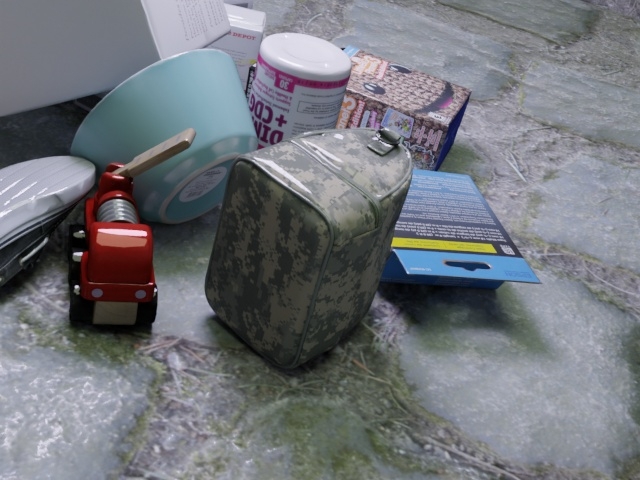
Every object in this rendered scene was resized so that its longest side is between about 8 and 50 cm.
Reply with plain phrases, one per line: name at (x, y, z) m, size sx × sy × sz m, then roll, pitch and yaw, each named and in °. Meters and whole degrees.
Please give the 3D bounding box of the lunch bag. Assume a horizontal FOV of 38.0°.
lunch bag at (0.000, 0.000, 1.327) m, size 0.212 × 0.305 × 0.256 m, roll 38°, pitch 42°, yaw 28°

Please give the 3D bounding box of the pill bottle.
pill bottle at (-0.054, -0.202, 1.623) m, size 0.160 × 0.283 × 0.160 m, roll 11°, pitch 32°, yaw -7°

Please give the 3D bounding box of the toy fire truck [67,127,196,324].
toy fire truck at (-0.264, -0.031, 1.303) m, size 0.158 × 0.246 × 0.217 m, roll 3°, pitch 34°, yaw -18°

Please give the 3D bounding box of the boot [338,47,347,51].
boot at (0.023, -0.416, 2.154) m, size 0.219 × 0.106 × 0.082 m, roll 33°, pitch 36°, yaw 25°

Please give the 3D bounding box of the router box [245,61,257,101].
router box at (-0.106, -0.289, 1.889) m, size 0.092 × 0.122 × 0.038 m, roll 24°, pitch 37°, yaw 15°

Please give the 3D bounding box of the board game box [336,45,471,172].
board game box at (0.138, -0.266, 1.940) m, size 0.291 × 0.141 × 0.232 m, roll 22°, pitch 32°, yaw 9°

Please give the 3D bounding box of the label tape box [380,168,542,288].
label tape box at (0.191, 0.004, 1.577) m, size 0.240 × 0.106 × 0.334 m, roll 4°, pitch 34°, yaw -18°

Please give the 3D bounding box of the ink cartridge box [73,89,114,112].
ink cartridge box at (-0.301, -0.262, 1.824) m, size 0.275 × 0.060 × 0.239 m, roll 28°, pitch 28°, yaw 20°

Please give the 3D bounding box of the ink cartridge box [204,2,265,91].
ink cartridge box at (-0.194, -0.397, 1.965) m, size 0.128 × 0.176 × 0.127 m, roll 11°, pitch 32°, yaw -7°

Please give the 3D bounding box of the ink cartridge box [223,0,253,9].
ink cartridge box at (-0.408, -0.649, 2.347) m, size 0.385 × 0.091 × 0.308 m, roll 37°, pitch 37°, yaw 28°

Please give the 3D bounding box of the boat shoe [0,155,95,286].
boat shoe at (-0.447, -0.013, 1.321) m, size 0.121 × 0.119 × 0.335 m, roll 19°, pitch 38°, yaw 24°

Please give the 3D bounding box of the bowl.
bowl at (-0.223, -0.141, 1.492) m, size 0.311 × 0.311 × 0.163 m, roll -23°, pitch 72°, yaw -45°

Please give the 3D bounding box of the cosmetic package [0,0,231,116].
cosmetic package at (-0.393, -0.441, 1.581) m, size 0.329 × 0.328 × 0.394 m, roll -11°, pitch 20°, yaw 15°
